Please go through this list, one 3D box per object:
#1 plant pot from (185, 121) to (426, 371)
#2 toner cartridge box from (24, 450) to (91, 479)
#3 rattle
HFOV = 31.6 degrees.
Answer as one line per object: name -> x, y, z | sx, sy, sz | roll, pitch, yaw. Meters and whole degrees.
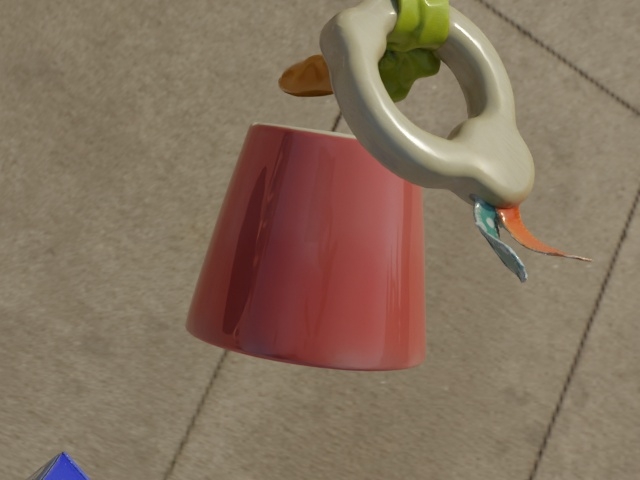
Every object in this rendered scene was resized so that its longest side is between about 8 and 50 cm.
plant pot -> 0.000, 0.000, 1.272 | 0.275, 0.275, 0.243 | 7, 94, -24
toner cartridge box -> -0.202, 0.294, 0.777 | 0.075, 0.348, 0.165 | -40, 96, 13
rattle -> 0.057, -0.044, 0.692 | 0.199, 0.143, 0.130 | 55, 34, -2
